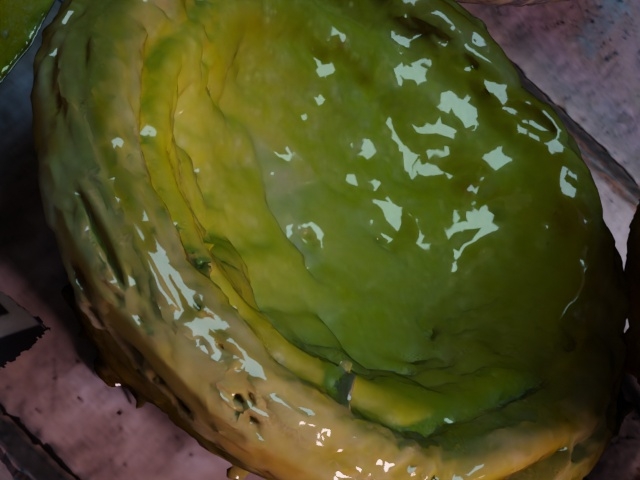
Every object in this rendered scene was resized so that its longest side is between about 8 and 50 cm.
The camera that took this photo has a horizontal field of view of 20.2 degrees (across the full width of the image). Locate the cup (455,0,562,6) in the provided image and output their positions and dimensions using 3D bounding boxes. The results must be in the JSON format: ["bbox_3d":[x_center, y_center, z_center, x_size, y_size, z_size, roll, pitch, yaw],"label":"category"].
[{"bbox_3d":[0.099,-0.270,1.127,0.301,0.227,0.257,32,36,31],"label":"cup"}]

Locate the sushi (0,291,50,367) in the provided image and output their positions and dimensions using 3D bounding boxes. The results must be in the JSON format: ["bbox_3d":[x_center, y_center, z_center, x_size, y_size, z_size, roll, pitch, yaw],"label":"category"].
[{"bbox_3d":[-0.241,0.042,0.665,0.192,0.043,0.279,37,26,1],"label":"sushi"}]

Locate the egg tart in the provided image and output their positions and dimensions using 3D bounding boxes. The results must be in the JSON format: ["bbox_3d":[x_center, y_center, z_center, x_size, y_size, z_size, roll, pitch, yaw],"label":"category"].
[{"bbox_3d":[0.000,0.000,0.846,0.345,0.132,0.345,23,45,-25],"label":"egg tart"}]

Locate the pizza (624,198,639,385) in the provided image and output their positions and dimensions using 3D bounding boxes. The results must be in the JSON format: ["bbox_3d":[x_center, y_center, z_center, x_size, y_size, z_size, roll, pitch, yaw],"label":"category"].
[{"bbox_3d":[0.223,0.134,0.785,0.130,0.440,0.406,-13,72,-4],"label":"pizza"}]

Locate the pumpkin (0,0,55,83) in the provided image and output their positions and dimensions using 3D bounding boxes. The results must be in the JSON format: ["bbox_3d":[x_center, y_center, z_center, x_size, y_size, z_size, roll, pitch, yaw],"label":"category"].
[{"bbox_3d":[-0.217,-0.141,0.763,0.217,0.110,0.217,3,85,-33],"label":"pumpkin"}]
